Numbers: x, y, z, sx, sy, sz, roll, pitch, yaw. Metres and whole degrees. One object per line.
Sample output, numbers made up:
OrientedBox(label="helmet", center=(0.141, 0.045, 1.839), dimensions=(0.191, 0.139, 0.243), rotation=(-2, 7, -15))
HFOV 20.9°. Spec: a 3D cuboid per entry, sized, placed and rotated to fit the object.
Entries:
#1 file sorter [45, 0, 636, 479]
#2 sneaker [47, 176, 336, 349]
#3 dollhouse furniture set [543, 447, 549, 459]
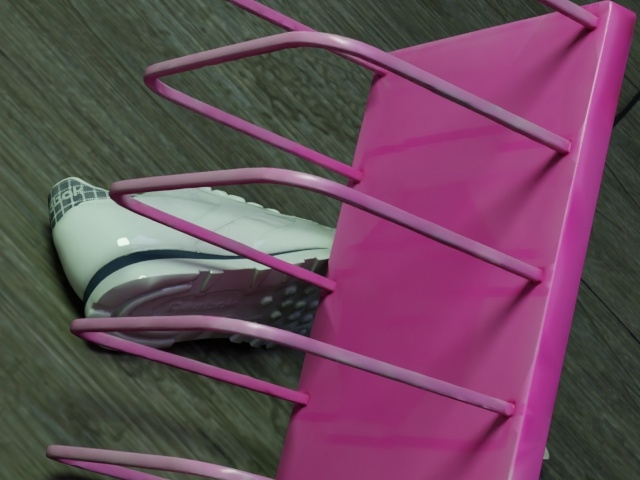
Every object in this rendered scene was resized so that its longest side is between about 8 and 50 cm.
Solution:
OrientedBox(label="file sorter", center=(0.000, 0.000, 0.879), dimensions=(0.182, 0.202, 0.290), rotation=(21, 76, -31))
OrientedBox(label="sneaker", center=(-0.053, 0.006, 1.037), dimensions=(0.235, 0.090, 0.095), rotation=(6, 42, -45))
OrientedBox(label="dollhouse furniture set", center=(0.153, 0.087, 1.169), dimensions=(0.091, 0.081, 0.114), rotation=(11, 48, -40))
